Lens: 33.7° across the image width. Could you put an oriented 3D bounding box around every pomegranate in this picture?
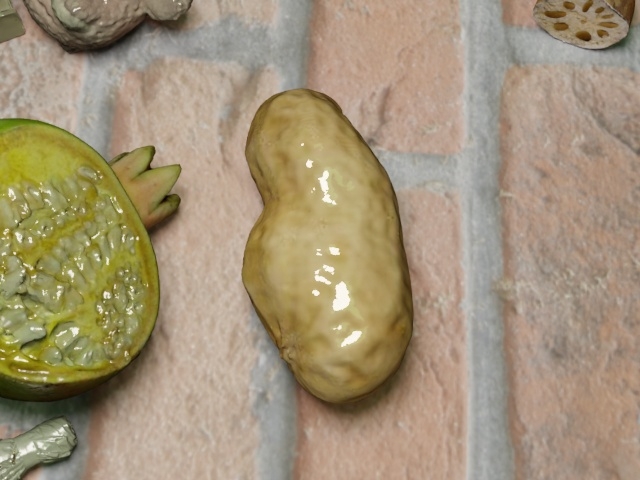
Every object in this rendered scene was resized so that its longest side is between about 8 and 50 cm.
[{"bbox_3d":[-0.318,0.012,1.189,0.358,0.216,0.310,-42,104,-47],"label":"pomegranate"}]

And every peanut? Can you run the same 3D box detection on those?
[{"bbox_3d":[0.000,0.000,1.236,0.192,0.169,0.387,-8,72,-2],"label":"peanut"}]

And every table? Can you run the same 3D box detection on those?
[{"bbox_3d":[-0.428,-0.296,1.333,0.079,0.062,0.083,-22,77,-10],"label":"table"}]

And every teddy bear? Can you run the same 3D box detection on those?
[{"bbox_3d":[-0.248,-0.353,1.321,0.267,0.151,0.236,-42,75,-9],"label":"teddy bear"}]

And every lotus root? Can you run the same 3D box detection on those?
[{"bbox_3d":[0.345,-0.310,1.380,0.122,0.112,0.081,30,60,-29],"label":"lotus root"}]

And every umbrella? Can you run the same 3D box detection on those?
[{"bbox_3d":[-0.344,0.246,1.190,0.143,0.062,0.067,-26,42,-21],"label":"umbrella"}]
